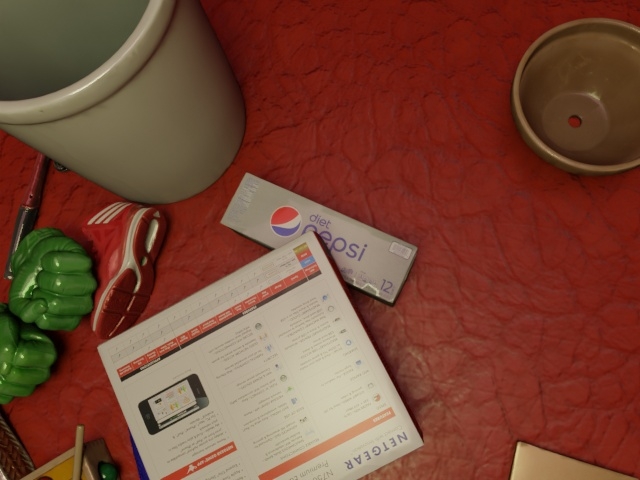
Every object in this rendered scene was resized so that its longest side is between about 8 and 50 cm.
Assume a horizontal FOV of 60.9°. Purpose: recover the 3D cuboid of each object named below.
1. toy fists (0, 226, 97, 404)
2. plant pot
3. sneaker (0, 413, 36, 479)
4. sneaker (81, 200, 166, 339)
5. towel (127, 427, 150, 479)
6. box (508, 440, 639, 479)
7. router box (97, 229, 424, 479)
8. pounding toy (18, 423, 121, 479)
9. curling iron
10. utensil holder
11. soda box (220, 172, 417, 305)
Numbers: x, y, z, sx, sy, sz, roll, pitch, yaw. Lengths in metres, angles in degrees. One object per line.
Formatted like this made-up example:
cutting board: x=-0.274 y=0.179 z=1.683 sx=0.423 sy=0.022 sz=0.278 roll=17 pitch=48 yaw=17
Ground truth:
toy fists: x=-0.445 y=0.119 z=0.834 sx=0.142 sy=0.096 sz=0.279 roll=36 pitch=95 yaw=24
plant pot: x=0.402 y=-0.201 z=0.823 sx=0.237 sy=0.110 sz=0.238 roll=-2 pitch=78 yaw=7
sneaker: x=-0.563 y=0.296 z=0.832 sx=0.121 sy=0.108 sz=0.302 roll=-36 pitch=77 yaw=-6
sneaker: x=-0.340 y=0.041 z=0.892 sx=0.128 sy=0.087 sz=0.221 roll=18 pitch=82 yaw=30
towel: x=-0.141 y=0.372 z=0.780 sx=0.227 sy=0.076 sz=0.308 roll=-22 pitch=76 yaw=3
box: x=0.329 y=0.400 z=0.744 sx=0.164 sy=0.021 sz=0.201 roll=15 pitch=80 yaw=10
router box: x=-0.083 y=0.198 z=0.721 sx=0.335 sy=0.082 sz=0.301 roll=-28 pitch=78 yaw=3
pounding toy: x=-0.359 y=0.357 z=0.797 sx=0.141 sy=0.100 sz=0.130 roll=-31 pitch=76 yaw=0
curling iron: x=-0.490 y=-0.064 z=0.940 sx=0.068 sy=0.035 sz=0.274 roll=17 pitch=80 yaw=11
utensil holder: x=-0.298 y=-0.249 z=0.779 sx=0.327 sy=0.385 sz=0.328 roll=-1 pitch=78 yaw=7
soda box: x=0.000 y=0.000 z=0.834 sx=0.286 sy=0.098 sz=0.091 roll=24 pitch=84 yaw=12
